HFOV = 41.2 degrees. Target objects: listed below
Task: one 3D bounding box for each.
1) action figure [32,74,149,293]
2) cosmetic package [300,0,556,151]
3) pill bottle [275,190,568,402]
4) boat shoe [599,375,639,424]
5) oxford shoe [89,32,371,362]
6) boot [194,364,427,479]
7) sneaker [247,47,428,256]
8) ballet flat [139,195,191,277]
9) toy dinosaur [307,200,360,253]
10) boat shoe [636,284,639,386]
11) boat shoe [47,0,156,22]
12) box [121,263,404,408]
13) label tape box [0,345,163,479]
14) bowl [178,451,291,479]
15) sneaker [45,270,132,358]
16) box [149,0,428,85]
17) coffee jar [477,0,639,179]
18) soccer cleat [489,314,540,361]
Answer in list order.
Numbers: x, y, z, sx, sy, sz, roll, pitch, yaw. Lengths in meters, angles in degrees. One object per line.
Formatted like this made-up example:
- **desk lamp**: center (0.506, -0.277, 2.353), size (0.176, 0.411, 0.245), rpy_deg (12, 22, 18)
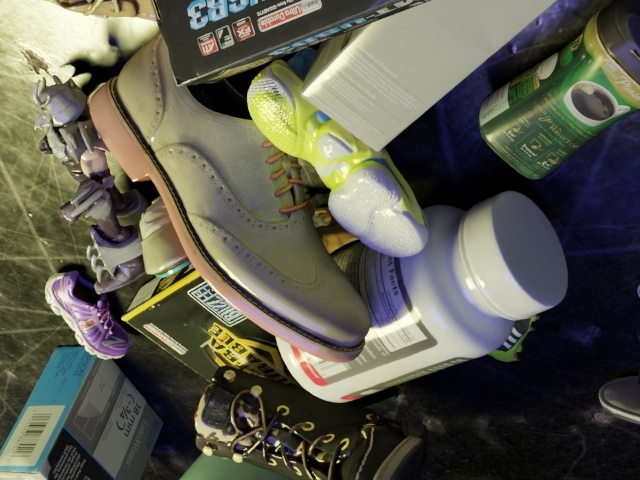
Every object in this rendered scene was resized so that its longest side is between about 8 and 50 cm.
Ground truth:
- **action figure**: center (-0.268, -0.071, 0.989), size (0.099, 0.185, 0.285), rpy_deg (-18, 137, -4)
- **cosmetic package**: center (0.098, -0.200, 0.740), size (0.107, 0.127, 0.238), rpy_deg (34, 135, -14)
- **pill bottle**: center (0.110, 0.065, 0.974), size (0.176, 0.176, 0.319), rpy_deg (42, 134, -23)
- **boat shoe**: center (0.460, 0.224, 1.089), size (0.206, 0.075, 0.065), rpy_deg (4, 133, 10)
- **oxford shoe**: center (-0.071, -0.049, 0.873), size (0.397, 0.140, 0.146), rpy_deg (48, 115, 3)
- **boot**: center (-0.018, 0.253, 1.043), size (0.284, 0.138, 0.377), rpy_deg (16, -178, 10)
- **sneaker**: center (0.040, -0.099, 0.855), size (0.091, 0.126, 0.240), rpy_deg (-22, 116, 45)
- **ballet flat**: center (-0.173, -0.013, 0.989), size (0.086, 0.248, 0.086), rpy_deg (0, 95, -4)
- **toy dinosaur**: center (0.000, 0.000, 0.989), size (0.212, 0.112, 0.064), rpy_deg (-21, 139, 25)
- **boat shoe**: center (0.404, 0.113, 0.971), size (0.089, 0.109, 0.258), rpy_deg (5, 134, 20)
- **boat shoe**: center (-0.216, -0.258, 0.806), size (0.341, 0.110, 0.121), rpy_deg (17, 138, 4)
- **box**: center (-0.074, 0.134, 1.192), size (0.322, 0.079, 0.257), rpy_deg (41, 132, -22)
- **label tape box**: center (-0.368, 0.372, 1.429), size (0.106, 0.240, 0.333), rpy_deg (-6, 133, 23)
- **bowl**: center (-0.089, 0.422, 1.434), size (0.312, 0.163, 0.311), rpy_deg (11, 138, 10)
- **sneaker**: center (-0.338, 0.113, 1.277), size (0.071, 0.068, 0.170), rpy_deg (-19, 125, 27)
- **box**: center (-0.023, -0.296, 0.623), size (0.296, 0.073, 0.293), rpy_deg (-15, 98, 31)
- **coffee jar**: center (0.241, -0.139, 0.784), size (0.096, 0.079, 0.184), rpy_deg (38, 136, -16)
- **soccer cleat**: center (0.227, 0.091, 1.047), size (0.072, 0.060, 0.178), rpy_deg (14, 141, 8)
